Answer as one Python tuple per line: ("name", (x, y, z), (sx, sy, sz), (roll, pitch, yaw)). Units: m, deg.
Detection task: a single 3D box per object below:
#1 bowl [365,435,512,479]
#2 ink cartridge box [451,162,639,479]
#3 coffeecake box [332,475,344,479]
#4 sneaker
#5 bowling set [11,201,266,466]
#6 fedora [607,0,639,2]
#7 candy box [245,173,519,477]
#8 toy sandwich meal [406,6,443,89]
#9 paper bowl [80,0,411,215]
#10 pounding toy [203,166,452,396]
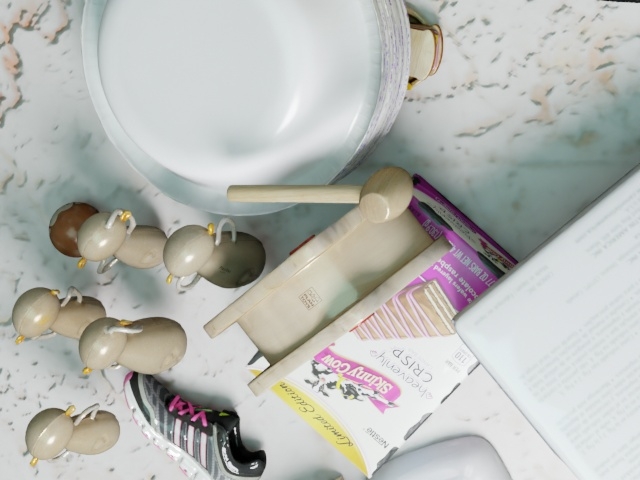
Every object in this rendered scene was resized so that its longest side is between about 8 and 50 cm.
("bowl", (0.119, 0.267, 1.356), (0.142, 0.053, 0.142), (-23, 96, 17))
("ink cartridge box", (0.344, 0.118, 1.170), (0.308, 0.091, 0.385), (-39, 83, 1))
("coffeecake box", (-0.031, 0.336, 1.400), (0.185, 0.068, 0.142), (-26, 99, 18))
("sneaker", (-0.116, 0.180, 1.388), (0.075, 0.063, 0.170), (-42, 92, 15))
("bowling set", (-0.211, 0.049, 1.302), (0.200, 0.154, 0.287), (41, 99, 19))
("fedora", (0.294, -0.290, 1.073), (0.334, 0.334, 0.153), (-3, 81, 14))
("candy box", (0.066, 0.079, 1.310), (0.159, 0.071, 0.233), (41, 110, 2))
("toy sandwich meal", (0.066, -0.168, 1.269), (0.085, 0.029, 0.086), (3, 105, 13))
("paper bowl", (-0.075, -0.160, 1.229), (0.284, 0.148, 0.284), (5, 106, 19))
("pounding toy", (0.000, 0.000, 1.206), (0.155, 0.154, 0.269), (52, 129, 1))
